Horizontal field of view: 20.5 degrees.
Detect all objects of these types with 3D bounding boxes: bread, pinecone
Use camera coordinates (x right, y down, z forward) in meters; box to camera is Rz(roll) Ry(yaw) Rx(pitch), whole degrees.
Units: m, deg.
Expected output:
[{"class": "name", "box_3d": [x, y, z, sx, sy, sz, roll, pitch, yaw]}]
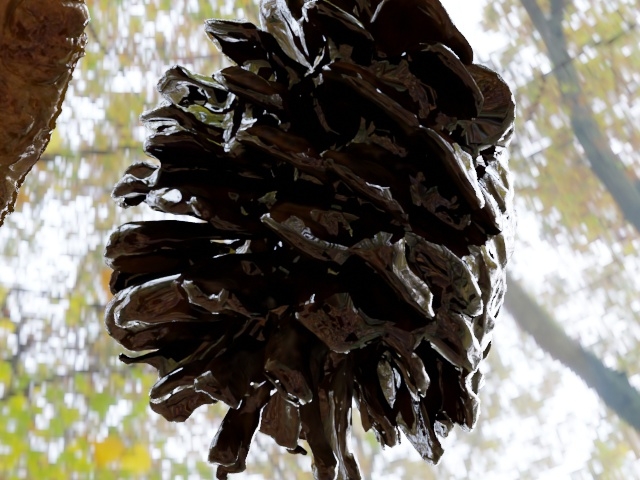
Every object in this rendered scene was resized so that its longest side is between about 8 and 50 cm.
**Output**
[{"class": "bread", "box_3d": [-0.185, -0.026, 0.760, 0.233, 0.076, 0.105, -43, -76, 3]}, {"class": "pinecone", "box_3d": [-0.007, 0.001, 1.052, 0.242, 0.296, 0.298, 15, -24, 1]}]
